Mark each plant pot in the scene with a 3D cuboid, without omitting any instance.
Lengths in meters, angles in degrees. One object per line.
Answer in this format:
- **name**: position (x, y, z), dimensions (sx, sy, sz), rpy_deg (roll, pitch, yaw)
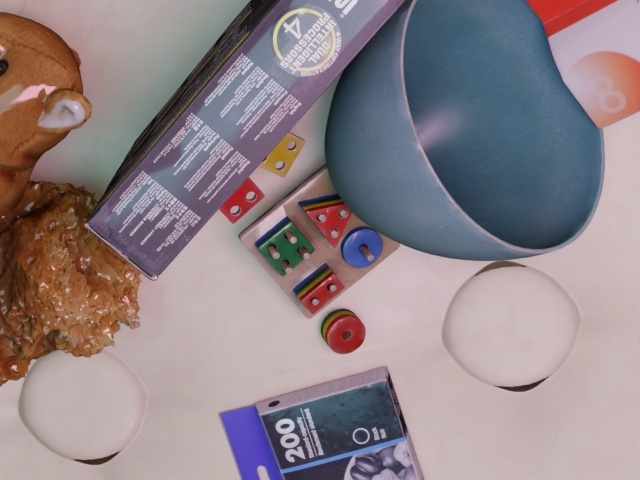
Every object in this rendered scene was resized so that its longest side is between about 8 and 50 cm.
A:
- **plant pot**: position (0.117, -0.104, 1.546), dimensions (0.195, 0.290, 0.290), rpy_deg (-21, 104, 45)

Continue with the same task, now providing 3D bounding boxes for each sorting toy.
- **sorting toy**: position (0.000, 0.000, 1.639), dimensions (0.132, 0.046, 0.274), rpy_deg (-39, 119, 0)

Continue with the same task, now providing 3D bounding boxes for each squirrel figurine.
- **squirrel figurine**: position (-0.360, -0.041, 1.628), dimensions (0.370, 0.281, 0.397), rpy_deg (-44, 111, 4)

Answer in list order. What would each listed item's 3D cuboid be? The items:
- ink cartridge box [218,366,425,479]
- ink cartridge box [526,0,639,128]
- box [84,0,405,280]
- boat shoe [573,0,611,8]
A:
- **ink cartridge box**: position (0.008, 0.268, 1.750), dimensions (0.208, 0.045, 0.206), rpy_deg (-16, 103, 11)
- **ink cartridge box**: position (0.286, -0.209, 1.500), dimensions (0.145, 0.045, 0.179), rpy_deg (-26, 116, 38)
- **box**: position (-0.053, -0.174, 1.498), dimensions (0.097, 0.318, 0.395), rpy_deg (40, 104, -9)
- **boat shoe**: position (0.361, -0.203, 1.561), dimensions (0.302, 0.109, 0.098), rpy_deg (19, 105, -5)
